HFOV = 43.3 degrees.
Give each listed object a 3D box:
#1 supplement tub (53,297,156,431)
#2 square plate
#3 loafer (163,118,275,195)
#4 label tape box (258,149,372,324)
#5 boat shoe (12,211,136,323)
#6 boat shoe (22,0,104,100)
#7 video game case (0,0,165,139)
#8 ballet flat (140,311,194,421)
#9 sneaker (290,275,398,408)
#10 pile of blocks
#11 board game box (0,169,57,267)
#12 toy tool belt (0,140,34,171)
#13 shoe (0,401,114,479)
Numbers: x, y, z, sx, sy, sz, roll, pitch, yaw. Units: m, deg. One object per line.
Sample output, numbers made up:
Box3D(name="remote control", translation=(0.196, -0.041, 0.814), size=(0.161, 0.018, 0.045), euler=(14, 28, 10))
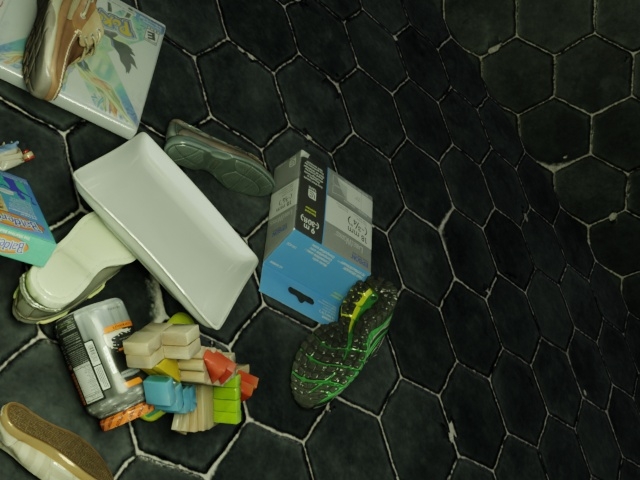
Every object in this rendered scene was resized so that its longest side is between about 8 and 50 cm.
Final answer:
Box3D(name="supplement tub", translation=(-0.337, 0.197, 1.281), size=(0.117, 0.117, 0.190), euler=(-18, 83, -52))
Box3D(name="square plate", translation=(-0.270, -0.023, 1.459), size=(0.347, 0.049, 0.344), euler=(49, 19, -9))
Box3D(name="loafer", translation=(-0.203, -0.177, 1.683), size=(0.268, 0.096, 0.084), euler=(23, 46, -37))
Box3D(name="label tape box", translation=(0.000, 0.000, 1.797), size=(0.241, 0.106, 0.333), euler=(31, 47, -34))
Box3D(name="boat shoe", translation=(-0.393, 0.037, 1.328), size=(0.109, 0.091, 0.305), euler=(46, 29, -5))
Box3D(name="boat shoe", translation=(-0.437, -0.375, 1.414), size=(0.117, 0.123, 0.324), euler=(21, 54, -32))
Box3D(name="video game case", translation=(-0.465, -0.374, 1.498), size=(0.329, 0.036, 0.299), euler=(26, 50, -26))
Box3D(name="ballet flat", translation=(-0.252, 0.212, 1.402), size=(0.077, 0.077, 0.231), euler=(43, 42, -22))
Box3D(name="sneaker", translation=(0.063, 0.236, 1.708), size=(0.343, 0.134, 0.146), euler=(-45, 147, -36))
Box3D(name="pile of blocks", translation=(-0.185, 0.236, 1.306), size=(0.362, 0.113, 0.148), euler=(50, 43, -62))
Box3D(name="board game box", translation=(-0.499, -0.052, 1.206), size=(0.160, 0.047, 0.210), euler=(24, 16, -41))
Box3D(name="toy tool belt", translation=(-0.516, -0.146, 1.332), size=(0.083, 0.052, 0.051), euler=(-42, 110, -52))
Box3D(name="shoe", translation=(-0.399, 0.317, 1.196), size=(0.219, 0.058, 0.076), euler=(45, 10, -27))
